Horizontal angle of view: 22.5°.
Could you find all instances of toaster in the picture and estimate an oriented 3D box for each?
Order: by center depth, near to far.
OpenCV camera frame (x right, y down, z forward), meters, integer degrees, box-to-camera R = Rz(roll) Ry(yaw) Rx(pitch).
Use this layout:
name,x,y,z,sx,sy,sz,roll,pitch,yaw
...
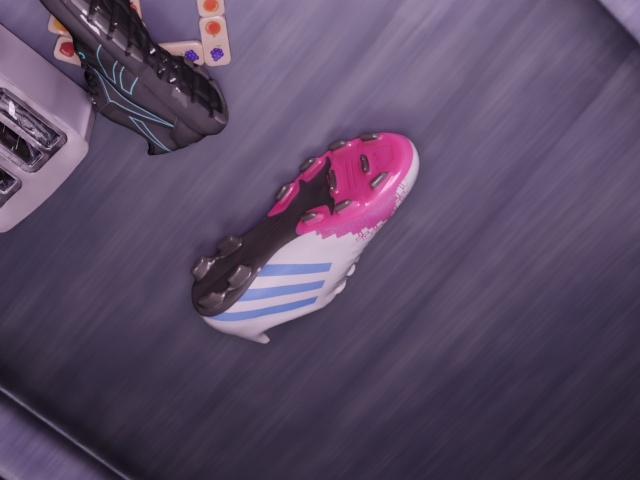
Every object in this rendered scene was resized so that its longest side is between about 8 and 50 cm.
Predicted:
name,x,y,z,sx,sy,sz,roll,pitch,yaw
toaster,-0.344,-0.117,1.731,0.168,0.110,0.185,-40,117,22

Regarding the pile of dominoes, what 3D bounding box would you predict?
name,x,y,z,sx,sy,sz,roll,pitch,yaw
pile of dominoes,-0.204,-0.280,1.674,0.196,0.040,0.251,-6,123,1

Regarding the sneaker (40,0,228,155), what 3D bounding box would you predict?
name,x,y,z,sx,sy,sz,roll,pitch,yaw
sneaker,-0.214,-0.181,1.685,0.106,0.101,0.267,-30,126,24

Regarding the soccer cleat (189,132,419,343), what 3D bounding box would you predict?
name,x,y,z,sx,sy,sz,roll,pitch,yaw
soccer cleat,0.000,0.000,1.841,0.331,0.116,0.143,-36,134,21
